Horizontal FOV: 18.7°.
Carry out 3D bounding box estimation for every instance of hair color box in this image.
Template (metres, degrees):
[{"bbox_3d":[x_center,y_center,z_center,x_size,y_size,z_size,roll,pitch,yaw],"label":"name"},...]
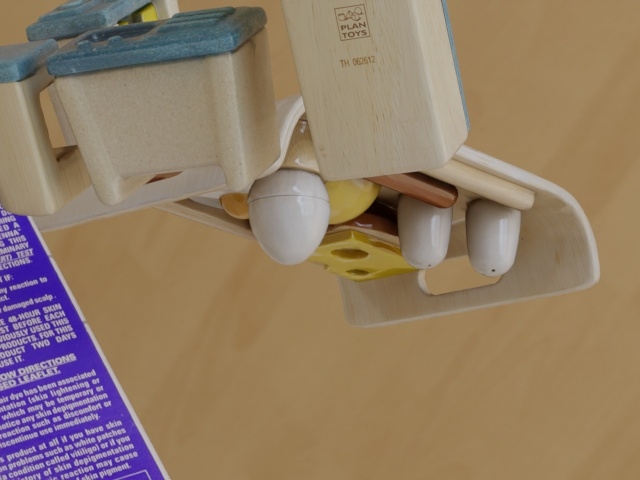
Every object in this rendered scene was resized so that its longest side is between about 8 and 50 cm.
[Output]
[{"bbox_3d":[-0.154,0.119,0.913,0.339,0.110,0.185,59,152,33],"label":"hair color box"}]

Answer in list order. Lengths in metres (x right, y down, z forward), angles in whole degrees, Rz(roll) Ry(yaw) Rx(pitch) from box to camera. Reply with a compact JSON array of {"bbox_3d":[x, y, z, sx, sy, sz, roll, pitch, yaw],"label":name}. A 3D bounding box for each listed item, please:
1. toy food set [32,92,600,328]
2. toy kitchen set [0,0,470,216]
[{"bbox_3d":[0.000,0.000,1.236,0.219,0.306,0.092,-13,67,42],"label":"toy food set"},{"bbox_3d":[-0.036,-0.100,0.816,0.207,0.166,0.122,-6,108,21],"label":"toy kitchen set"}]
